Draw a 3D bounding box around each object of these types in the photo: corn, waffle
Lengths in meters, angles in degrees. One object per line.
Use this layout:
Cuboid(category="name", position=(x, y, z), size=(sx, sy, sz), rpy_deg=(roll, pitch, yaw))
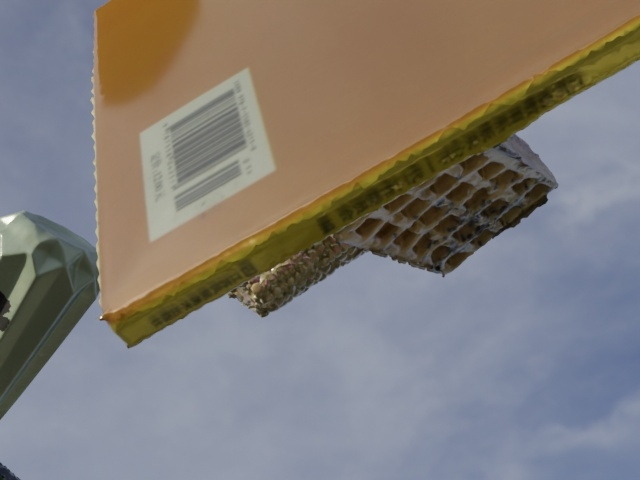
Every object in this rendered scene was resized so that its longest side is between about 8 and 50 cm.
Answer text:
Cuboid(category="corn", position=(-0.002, -0.001, 1.610), size=(0.335, 0.126, 0.127), rpy_deg=(-33, -42, -26))
Cuboid(category="waffle", position=(0.170, -0.075, 1.458), size=(0.261, 0.114, 0.376), rpy_deg=(-42, -29, 16))

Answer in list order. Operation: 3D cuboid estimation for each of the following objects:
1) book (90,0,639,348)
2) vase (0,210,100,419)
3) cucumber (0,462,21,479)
Cuboid(category="book", position=(0.058, -0.133, 0.436), size=(0.374, 0.262, 0.028), rpy_deg=(-29, -52, 11))
Cuboid(category="vase", position=(-0.420, 0.144, 1.285), size=(0.165, 0.165, 0.360), rpy_deg=(29, -88, -34))
Cuboid(category="cucumber", position=(-0.552, 0.347, 1.561), size=(0.293, 0.067, 0.067), rpy_deg=(35, -64, -10))
